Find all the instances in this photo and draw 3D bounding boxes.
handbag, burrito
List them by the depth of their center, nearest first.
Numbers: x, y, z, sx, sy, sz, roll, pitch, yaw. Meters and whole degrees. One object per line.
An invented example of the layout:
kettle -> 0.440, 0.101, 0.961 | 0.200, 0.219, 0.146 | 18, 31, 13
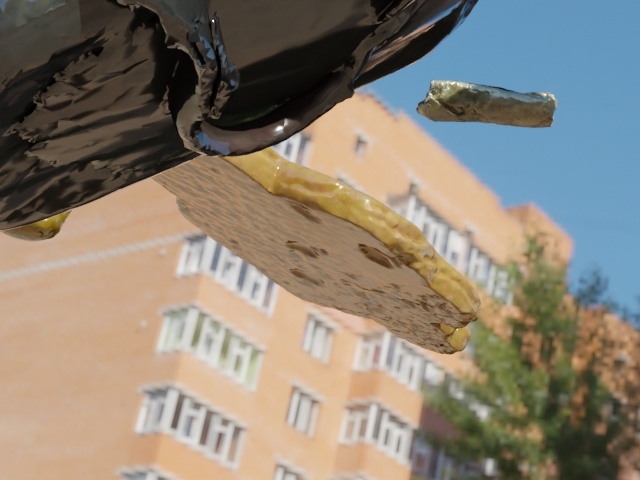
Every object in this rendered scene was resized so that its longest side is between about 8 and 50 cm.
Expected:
handbag -> -0.063, -0.113, 0.560 | 0.254, 0.181, 0.181 | -24, -20, -22
burrito -> 0.202, -0.163, 1.809 | 0.171, 0.042, 0.051 | 8, -46, -6

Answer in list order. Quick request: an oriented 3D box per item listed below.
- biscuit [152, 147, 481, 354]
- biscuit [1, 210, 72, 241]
biscuit -> 0.002, -0.004, 1.315 | 0.376, 0.051, 0.269 | 37, -18, -31
biscuit -> -0.238, -0.066, 1.085 | 0.174, 0.183, 0.039 | 12, -57, 3
